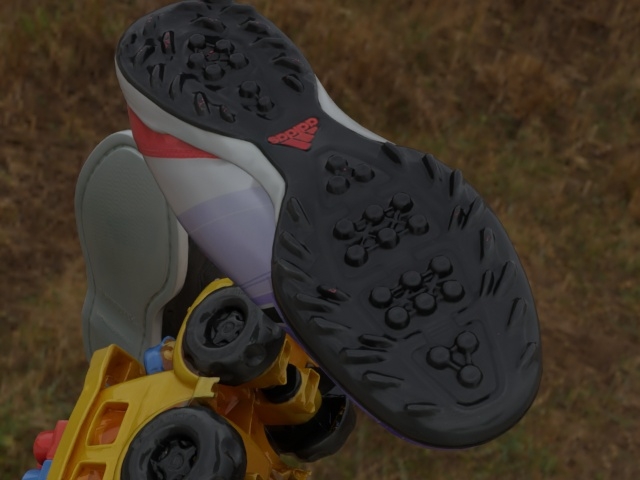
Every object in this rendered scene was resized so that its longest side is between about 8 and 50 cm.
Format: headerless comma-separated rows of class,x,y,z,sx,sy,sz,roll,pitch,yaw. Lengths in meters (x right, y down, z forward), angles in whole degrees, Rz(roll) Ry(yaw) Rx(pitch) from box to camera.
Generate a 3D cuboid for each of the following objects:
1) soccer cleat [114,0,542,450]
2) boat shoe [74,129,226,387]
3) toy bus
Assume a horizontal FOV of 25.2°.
soccer cleat,0.000,0.000,0.702,0.109,0.116,0.318,-27,49,-18
boat shoe,-0.119,0.015,1.073,0.091,0.302,0.114,-33,68,-32
toy bus,-0.103,0.133,0.957,0.211,0.149,0.220,-1,56,31
